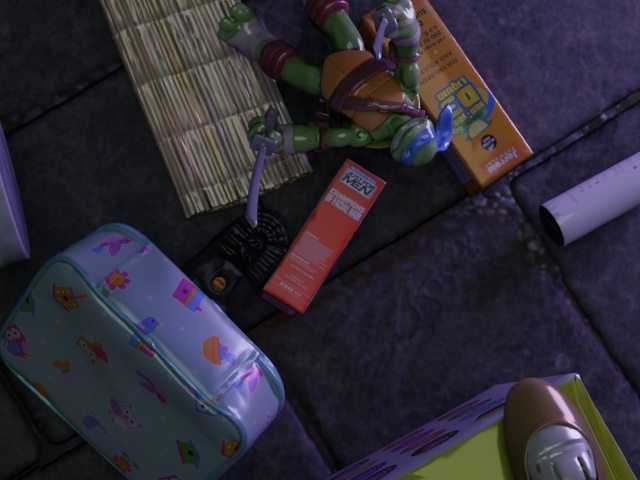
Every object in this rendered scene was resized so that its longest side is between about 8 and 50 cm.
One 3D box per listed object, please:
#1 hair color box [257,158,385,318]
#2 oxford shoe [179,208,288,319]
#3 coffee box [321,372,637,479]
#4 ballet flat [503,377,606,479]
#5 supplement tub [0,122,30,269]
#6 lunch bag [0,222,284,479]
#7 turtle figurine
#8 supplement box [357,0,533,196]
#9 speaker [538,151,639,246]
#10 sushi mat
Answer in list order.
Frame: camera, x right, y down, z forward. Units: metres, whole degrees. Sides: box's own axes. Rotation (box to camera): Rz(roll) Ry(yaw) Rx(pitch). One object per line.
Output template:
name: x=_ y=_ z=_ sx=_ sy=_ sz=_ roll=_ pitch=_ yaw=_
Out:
hair color box: x=0.000 y=0.000 z=1.487 sx=0.053 sy=0.093 sz=0.167 roll=32 pitch=81 yaw=-2
oxford shoe: x=-0.120 y=0.051 z=1.478 sx=0.227 sy=0.096 sz=0.083 roll=-38 pitch=97 yaw=9
coffee box: x=0.148 y=0.357 z=1.333 sx=0.337 sy=0.334 sz=0.338 roll=-28 pitch=86 yaw=-9
ballet flat: x=0.215 y=0.225 z=1.151 sx=0.080 sy=0.073 sz=0.232 roll=-15 pitch=82 yaw=-9
supplement tub: x=-0.472 y=-0.037 z=1.369 sx=0.325 sy=0.235 sz=0.235 roll=-14 pitch=84 yaw=-7
lunch bag: x=-0.187 y=0.128 z=1.394 sx=0.279 sy=0.224 sz=0.108 roll=44 pitch=46 yaw=3
turtle figurine: x=-0.002 y=-0.185 z=1.403 sx=0.275 sy=0.198 sz=0.266 roll=-14 pitch=50 yaw=-38
supplement box: x=0.137 y=-0.166 z=1.532 sx=0.078 sy=0.080 sz=0.233 roll=-35 pitch=89 yaw=-7
speaker: x=0.314 y=-0.046 z=1.545 sx=0.136 sy=0.055 sz=0.055 roll=-28 pitch=86 yaw=-9
sushi mat: x=-0.136 y=-0.190 z=1.536 sx=0.151 sy=0.019 sz=0.316 roll=-22 pitch=85 yaw=-9
